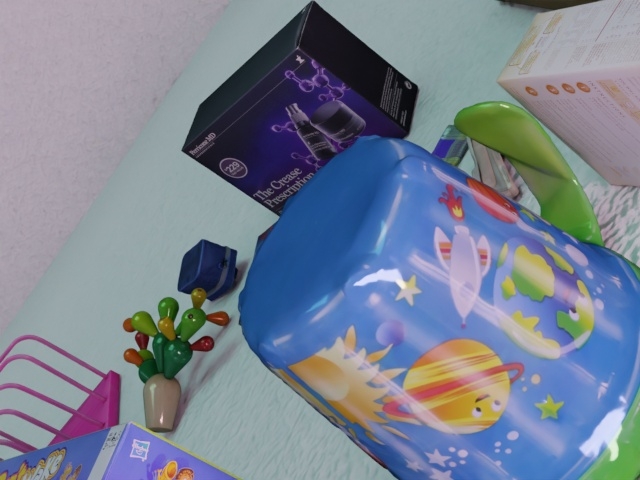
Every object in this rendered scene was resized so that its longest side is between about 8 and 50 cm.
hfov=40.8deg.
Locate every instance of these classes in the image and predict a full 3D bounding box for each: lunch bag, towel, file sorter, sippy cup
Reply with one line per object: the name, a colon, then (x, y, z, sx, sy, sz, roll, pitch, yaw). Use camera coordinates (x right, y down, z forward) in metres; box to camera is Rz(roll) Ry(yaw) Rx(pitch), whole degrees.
lunch bag: (-0.158, 0.043, 1.244, 0.098, 0.065, 0.067, -32, 46, 54)
towel: (0.137, -0.094, 0.940, 0.083, 0.009, 0.060, -57, 22, -6)
file sorter: (-0.432, 0.304, 1.263, 0.202, 0.182, 0.290, -50, 23, 12)
sippy cup: (0.076, 0.054, 0.579, 0.240, 0.224, 0.305, -43, 26, 26)

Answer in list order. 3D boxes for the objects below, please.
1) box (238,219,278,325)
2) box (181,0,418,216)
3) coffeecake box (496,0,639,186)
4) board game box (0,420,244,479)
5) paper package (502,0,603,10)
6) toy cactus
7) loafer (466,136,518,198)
box: (0.000, 0.000, 1.028, 0.233, 0.044, 0.159, -38, 28, 34)
box: (-0.031, -0.160, 1.133, 0.261, 0.184, 0.103, -32, 31, 43)
coffeecake box: (0.235, -0.097, 0.585, 0.068, 0.142, 0.185, -58, 24, -7)
board game box: (-0.152, 0.260, 0.722, 0.347, 0.233, 0.078, -26, 37, 48)
paper package: (0.284, -0.400, 0.883, 0.309, 0.168, 0.325, -50, 23, 6)
toy cactus: (-0.202, 0.166, 1.152, 0.219, 0.112, 0.180, -26, 55, 44)
loafer: (0.168, -0.080, 0.830, 0.039, 0.045, 0.125, -21, 43, 25)
